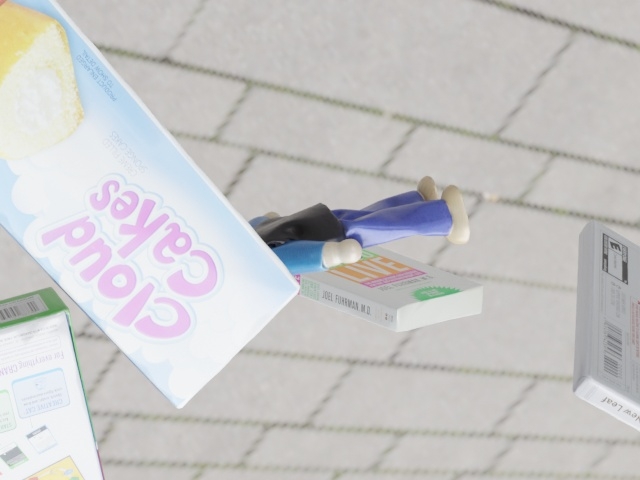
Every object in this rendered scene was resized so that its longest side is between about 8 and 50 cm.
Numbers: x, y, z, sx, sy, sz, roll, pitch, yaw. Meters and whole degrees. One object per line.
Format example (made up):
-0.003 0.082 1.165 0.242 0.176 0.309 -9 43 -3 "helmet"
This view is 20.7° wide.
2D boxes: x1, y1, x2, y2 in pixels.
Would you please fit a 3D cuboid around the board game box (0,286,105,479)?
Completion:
-0.295 0.221 1.432 0.242 0.064 0.316 -15 111 -16 "board game box"

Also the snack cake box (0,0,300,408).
-0.142 -0.054 0.852 0.089 0.152 0.264 -45 116 -9 "snack cake box"

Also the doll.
0.000 0.000 1.135 0.189 0.129 0.046 -14 106 -19 "doll"

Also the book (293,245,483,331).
0.041 0.037 1.370 0.096 0.144 0.035 -11 111 -43 "book"

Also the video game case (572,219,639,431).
0.278 0.092 1.334 0.193 0.212 0.023 29 122 -9 "video game case"
